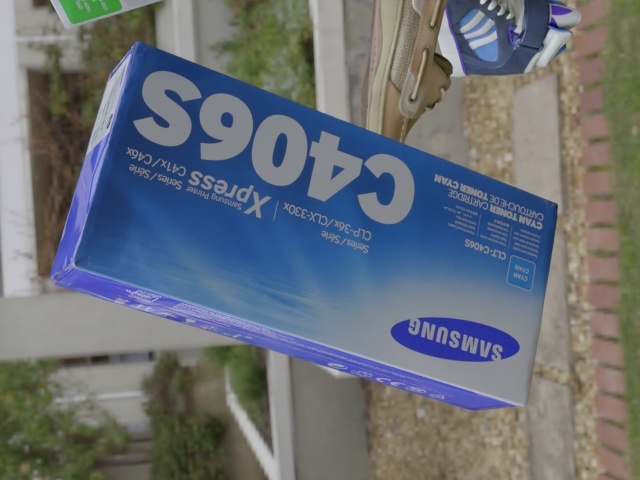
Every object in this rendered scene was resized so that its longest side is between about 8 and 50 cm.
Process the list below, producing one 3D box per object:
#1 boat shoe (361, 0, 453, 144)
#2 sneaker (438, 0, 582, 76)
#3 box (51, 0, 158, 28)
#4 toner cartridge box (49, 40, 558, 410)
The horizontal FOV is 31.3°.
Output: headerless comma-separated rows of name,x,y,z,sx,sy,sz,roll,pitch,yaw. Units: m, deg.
boat shoe,0.113,-0.207,1.434,0.121,0.110,0.341,-92,6,-67
sneaker,0.304,-0.392,1.867,0.323,0.236,0.130,63,-155,-56
box,-0.124,-0.326,0.853,0.127,0.231,0.262,76,176,-65
toner cartridge box,0.000,0.000,0.825,0.075,0.348,0.165,-23,52,64
